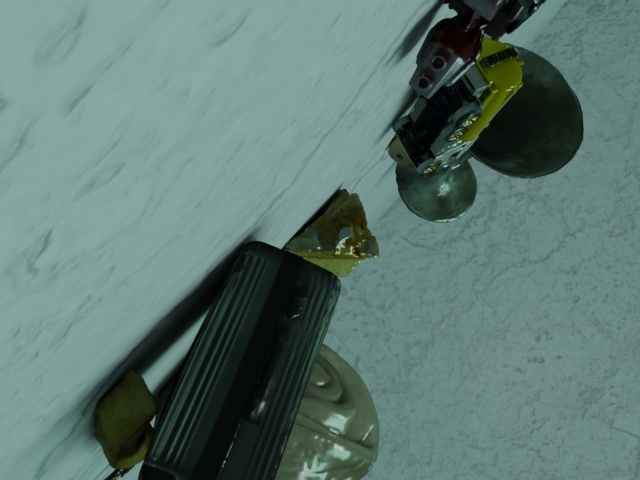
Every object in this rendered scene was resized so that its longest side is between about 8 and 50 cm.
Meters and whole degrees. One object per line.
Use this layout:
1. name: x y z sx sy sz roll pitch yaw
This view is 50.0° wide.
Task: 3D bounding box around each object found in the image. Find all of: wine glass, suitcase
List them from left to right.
1. suitcase: -0.092 0.165 0.737 0.202 0.128 0.312 121 -8 -61
2. wine glass: 0.311 -0.183 1.417 0.267 0.267 0.406 -48 179 -20

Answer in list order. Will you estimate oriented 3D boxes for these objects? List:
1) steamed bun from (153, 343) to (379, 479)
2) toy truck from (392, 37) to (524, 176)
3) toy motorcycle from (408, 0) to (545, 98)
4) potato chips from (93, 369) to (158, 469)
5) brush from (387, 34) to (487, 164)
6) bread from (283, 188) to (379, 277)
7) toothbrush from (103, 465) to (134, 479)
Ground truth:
1. steamed bun: -0.081 0.266 1.088 0.368 0.343 0.254 -31 137 -57
2. toy truck: 0.196 -0.185 0.982 0.114 0.098 0.227 -22 165 -20
3. toy motorcycle: 0.156 -0.220 0.645 0.213 0.082 0.122 -54 174 36
4. potato chips: -0.235 0.239 0.847 0.080 0.057 0.407 -44 173 -23
5. brush: 0.193 -0.224 1.114 0.065 0.070 0.327 -58 -178 -29
6. bread: 0.000 0.000 1.099 0.152 0.127 0.147 -12 164 -17
7. toothbrush: -0.420 0.467 1.070 0.364 0.041 0.041 -44 173 -49
